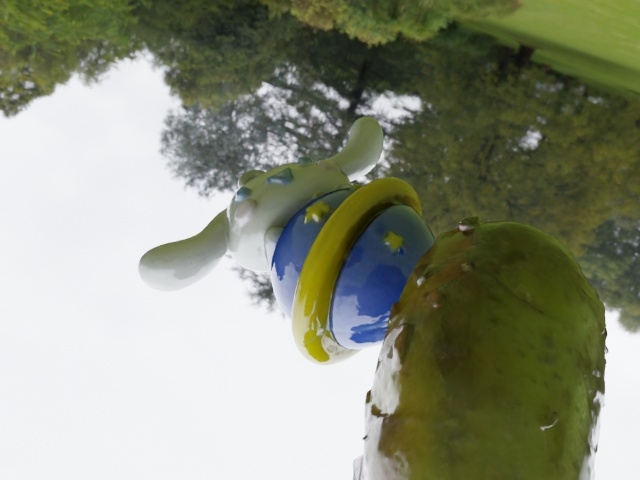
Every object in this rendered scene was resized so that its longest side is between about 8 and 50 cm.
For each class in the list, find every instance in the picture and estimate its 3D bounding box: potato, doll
[{"bbox_3d":[0.095,0.125,0.385,0.141,0.298,0.176,-2,146,36],"label":"potato"},{"bbox_3d":[0.021,-0.006,0.631,0.242,0.160,0.311,6,-137,39],"label":"doll"}]

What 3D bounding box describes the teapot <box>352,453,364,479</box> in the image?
[{"bbox_3d":[0.099,0.254,0.542,0.163,0.222,0.178,9,-122,-18],"label":"teapot"}]
